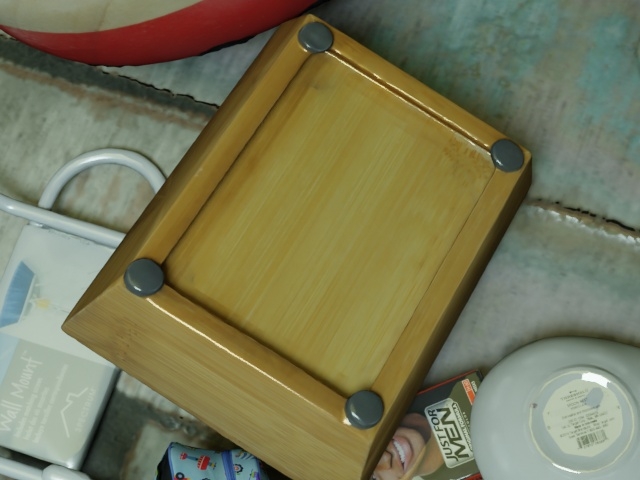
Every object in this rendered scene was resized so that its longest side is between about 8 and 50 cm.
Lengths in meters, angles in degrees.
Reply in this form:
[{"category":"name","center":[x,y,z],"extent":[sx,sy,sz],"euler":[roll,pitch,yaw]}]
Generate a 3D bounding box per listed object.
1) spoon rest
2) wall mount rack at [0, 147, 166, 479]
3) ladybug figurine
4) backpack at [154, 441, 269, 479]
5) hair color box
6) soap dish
[{"category":"spoon rest","center":[0.239,0.113,0.771],"extent":[0.276,0.084,0.137],"euler":[-16,69,6]},{"category":"wall mount rack","center":[-0.261,0.053,0.854],"extent":[0.304,0.130,0.350],"euler":[16,72,6]},{"category":"ladybug figurine","center":[-0.078,-0.268,0.892],"extent":[0.449,0.162,0.305],"euler":[-22,44,6]},{"category":"backpack","center":[-0.054,0.222,0.767],"extent":[0.117,0.158,0.173],"euler":[-9,52,-5]},{"category":"hair color box","center":[0.065,0.154,0.819],"extent":[0.141,0.043,0.072],"euler":[-24,71,5]},{"category":"soap dish","center":[0.000,0.000,0.782],"extent":[0.229,0.118,0.290],"euler":[33,67,-1]}]
